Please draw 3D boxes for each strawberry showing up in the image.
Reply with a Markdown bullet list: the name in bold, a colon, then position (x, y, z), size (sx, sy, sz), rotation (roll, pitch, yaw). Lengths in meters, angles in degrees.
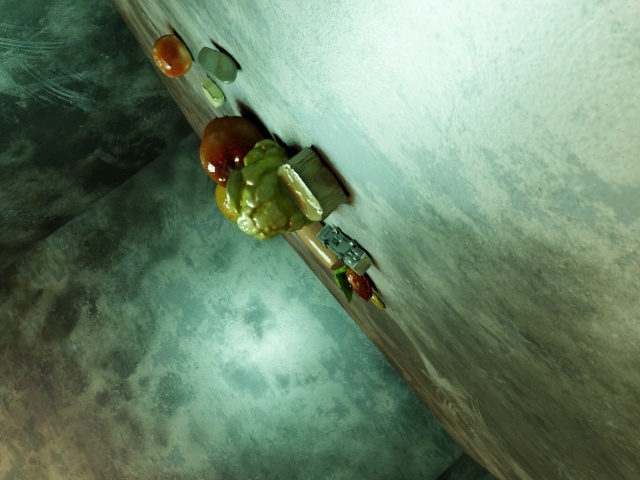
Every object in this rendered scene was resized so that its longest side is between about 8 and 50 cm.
- **strawberry**: position (0.182, 0.185, 1.780), size (0.188, 0.082, 0.121), rotation (49, -163, -27)

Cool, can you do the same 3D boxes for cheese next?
- **cheese**: position (-0.480, -0.642, 1.794), size (0.127, 0.050, 0.255), rotation (53, 171, -13)

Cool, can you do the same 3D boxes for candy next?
- **candy**: position (0.108, 0.178, 1.832), size (0.149, 0.069, 0.246), rotation (55, -165, -10)

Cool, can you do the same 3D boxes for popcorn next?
- **popcorn**: position (-0.160, -0.168, 1.400), size (0.334, 0.293, 0.293), rotation (-88, 1, -58)

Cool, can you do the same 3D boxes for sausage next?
- **sausage**: position (0.000, -0.001, 1.766), size (0.304, 0.121, 0.121), rotation (48, 171, 28)

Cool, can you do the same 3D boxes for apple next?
- **apple**: position (-0.628, -0.776, 1.700), size (0.163, 0.139, 0.163), rotation (52, 173, 9)

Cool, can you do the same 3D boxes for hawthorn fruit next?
- **hawthorn fruit**: position (-0.340, -0.346, 1.593), size (0.295, 0.295, 0.311), rotation (57, 173, -36)

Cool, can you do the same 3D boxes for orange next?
- **orange**: position (-0.396, -0.249, 2.161), size (0.322, 0.322, 0.357), rotation (55, -171, -24)

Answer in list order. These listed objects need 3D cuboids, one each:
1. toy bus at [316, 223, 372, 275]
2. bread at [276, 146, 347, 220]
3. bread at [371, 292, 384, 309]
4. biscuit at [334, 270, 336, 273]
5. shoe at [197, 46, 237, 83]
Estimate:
- **toy bus**: position (0.091, 0.032, 1.561), size (0.106, 0.092, 0.268), rotation (45, 177, -40)
- **bread**: position (-0.024, -0.167, 1.226), size (0.210, 0.109, 0.192), rotation (51, 165, -4)
- **bread**: position (0.266, 0.288, 1.916), size (0.110, 0.024, 0.110), rotation (50, 171, 11)
- **biscuit**: position (0.062, 0.127, 2.269), size (0.240, 0.035, 0.158), rotation (50, 174, 7)
- **shoe**: position (-0.312, -0.554, 1.280), size (0.195, 0.079, 0.078), rotation (38, -158, 27)
